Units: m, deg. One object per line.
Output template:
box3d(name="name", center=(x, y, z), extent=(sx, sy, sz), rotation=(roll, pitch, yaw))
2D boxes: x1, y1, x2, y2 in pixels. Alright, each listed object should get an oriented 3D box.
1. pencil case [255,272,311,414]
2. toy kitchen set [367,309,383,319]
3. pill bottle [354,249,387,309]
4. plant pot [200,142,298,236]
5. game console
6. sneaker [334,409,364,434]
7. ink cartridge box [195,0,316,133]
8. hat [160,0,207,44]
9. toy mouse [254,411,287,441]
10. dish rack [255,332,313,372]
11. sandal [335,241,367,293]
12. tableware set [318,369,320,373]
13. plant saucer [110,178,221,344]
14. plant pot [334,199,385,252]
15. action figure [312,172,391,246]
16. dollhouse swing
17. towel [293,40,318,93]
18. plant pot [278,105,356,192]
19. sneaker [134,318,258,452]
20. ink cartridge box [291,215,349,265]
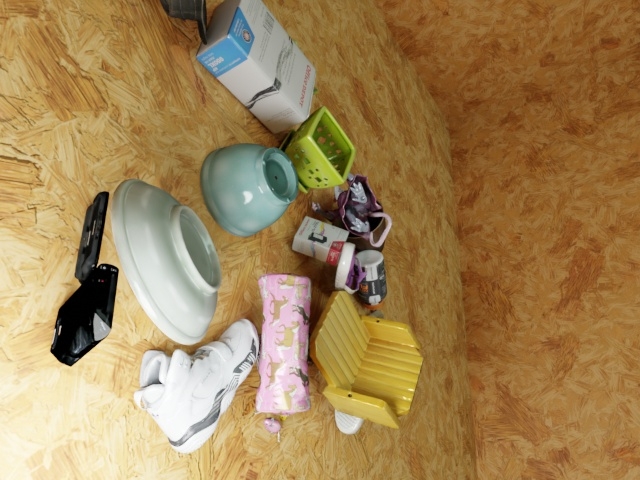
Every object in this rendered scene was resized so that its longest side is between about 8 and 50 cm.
box3d(name="pencil case", center=(-0.102, 0.285, 1.244), extent=(0.167, 0.160, 0.387), rotation=(34, 51, -62))
box3d(name="toy kitchen set", center=(0.229, 0.337, 1.978), extent=(0.068, 0.075, 0.083), rotation=(50, -19, 31))
box3d(name="pill bottle", center=(0.214, 0.173, 1.891), extent=(0.130, 0.130, 0.246), rotation=(-54, 141, -51))
box3d(name="plant pot", center=(-0.192, -0.175, 1.381), extent=(0.293, 0.196, 0.293), rotation=(29, 54, -49))
box3d(name="game console", center=(-0.456, 0.053, 0.892), extent=(0.044, 0.213, 0.362), rotation=(22, 47, -40))
box3d(name="sneaker", center=(0.165, 0.567, 1.687), extent=(0.150, 0.135, 0.366), rotation=(52, 41, -31))
box3d(name="ink cartridge box", center=(-0.205, -0.616, 1.565), extent=(0.395, 0.166, 0.286), rotation=(40, 47, -41))
box3d(name="hat", center=(-0.413, -0.751, 1.309), extent=(0.133, 0.331, 0.332), rotation=(-7, 81, -14))
box3d(name="toy mouse", center=(-0.138, 0.515, 1.338), extent=(0.143, 0.031, 0.161), rotation=(29, 54, -49))
box3d(name="dish rack", center=(-0.117, 0.348, 1.406), extent=(0.271, 0.074, 0.208), rotation=(-33, 104, -54))
box3d(name="sandal", center=(0.119, 0.130, 1.667), extent=(0.416, 0.102, 0.170), rotation=(71, 34, -74))
box3d(name="tableware set", center=(0.041, 0.431, 1.657), extent=(0.168, 0.020, 0.141), rotation=(33, 50, -47))
box3d(name="plant saucer", center=(-0.318, 0.032, 1.029), extent=(0.400, 0.100, 0.401), rotation=(-22, 90, -87))
box3d(name="plant pot", center=(0.197, -0.033, 1.935), extent=(0.230, 0.215, 0.216), rotation=(58, 34, -48))
box3d(name="action figure", center=(0.136, -0.159, 1.768), extent=(0.275, 0.248, 0.370), rotation=(31, 4, -11))
box3d(name="dollhouse swing", center=(0.170, 0.377, 1.536), extent=(0.347, 0.315, 0.305), rotation=(-59, 147, -43))
box3d(name="towel", center=(-0.082, -0.745, 1.938), extent=(0.237, 0.021, 0.102), rotation=(65, 33, -15))
box3d(name="plant pot", center=(-0.027, -0.324, 1.671), extent=(0.228, 0.207, 0.227), rotation=(50, 40, -27))
box3d(name="sneaker", center=(-0.292, 0.297, 1.092), extent=(0.210, 0.137, 0.366), rotation=(58, 39, -29))
box3d(name="ink cartridge box", center=(0.000, 0.000, 1.619), extent=(0.127, 0.175, 0.072), rotation=(-64, 172, -46))
